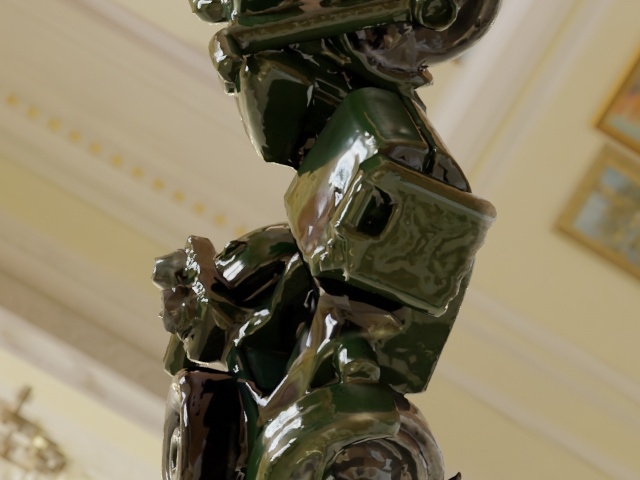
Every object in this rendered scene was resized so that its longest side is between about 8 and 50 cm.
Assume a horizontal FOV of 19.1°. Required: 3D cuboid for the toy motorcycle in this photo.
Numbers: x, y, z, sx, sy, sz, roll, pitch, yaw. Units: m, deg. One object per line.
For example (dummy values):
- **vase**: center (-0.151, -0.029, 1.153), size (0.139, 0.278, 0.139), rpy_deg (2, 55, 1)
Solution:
- **toy motorcycle**: center (0.000, 0.000, 0.791), size (0.127, 0.275, 0.205), rpy_deg (11, -156, -17)
